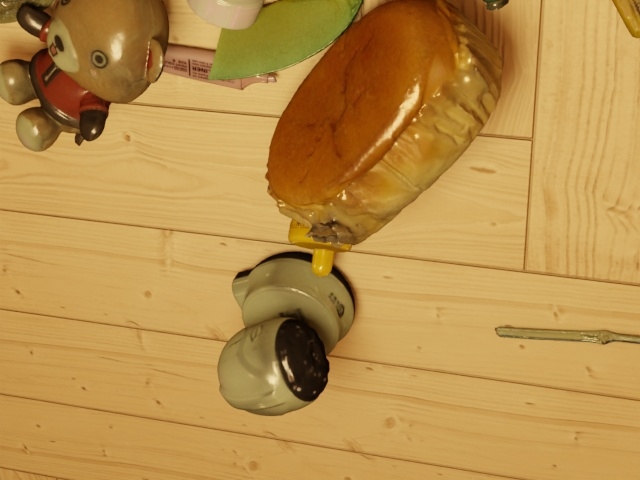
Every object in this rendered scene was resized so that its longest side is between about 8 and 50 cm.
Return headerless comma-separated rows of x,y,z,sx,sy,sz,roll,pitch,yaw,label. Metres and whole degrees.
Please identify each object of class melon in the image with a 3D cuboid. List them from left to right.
-0.045,-0.303,1.590,0.261,0.053,0.114,-17,85,18,melon

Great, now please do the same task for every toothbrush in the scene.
0.430,0.158,1.817,0.294,0.028,0.026,5,128,22,toothbrush

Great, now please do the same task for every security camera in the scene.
-0.063,0.167,1.824,0.191,0.277,0.197,-14,121,29,security camera

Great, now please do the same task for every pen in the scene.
-0.159,-0.259,1.678,0.197,0.032,0.053,11,130,12,pen

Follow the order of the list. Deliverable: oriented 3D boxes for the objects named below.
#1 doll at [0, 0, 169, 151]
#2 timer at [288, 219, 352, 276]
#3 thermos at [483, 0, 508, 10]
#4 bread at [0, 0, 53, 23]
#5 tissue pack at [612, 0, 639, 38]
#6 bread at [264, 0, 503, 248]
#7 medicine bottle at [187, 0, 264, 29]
-0.339,-0.264,1.644,0.330,0.174,0.235,-36,69,42,doll
0.000,0.000,1.780,0.107,0.109,0.107,8,172,1,timer
0.195,-0.384,1.427,0.083,0.073,0.188,-10,124,24,thermos
-0.473,-0.363,1.663,0.193,0.036,0.112,-9,149,0,bread
0.380,-0.350,1.360,0.082,0.120,0.169,-20,120,29,tissue pack
0.073,-0.168,1.554,0.183,0.236,0.388,27,121,-30,bread
-0.088,-0.427,1.469,0.161,0.111,0.296,26,129,1,medicine bottle
